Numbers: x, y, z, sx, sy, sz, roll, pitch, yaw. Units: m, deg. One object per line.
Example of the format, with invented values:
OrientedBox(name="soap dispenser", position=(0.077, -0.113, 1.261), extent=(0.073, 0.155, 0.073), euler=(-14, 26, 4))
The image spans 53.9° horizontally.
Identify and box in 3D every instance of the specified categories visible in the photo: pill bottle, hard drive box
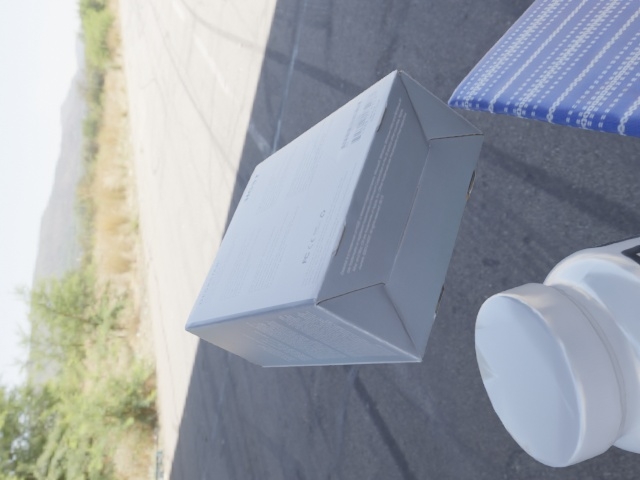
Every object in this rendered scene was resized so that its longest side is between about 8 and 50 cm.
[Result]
OrientedBox(name="pill bottle", position=(0.278, 0.071, 0.501), extent=(0.162, 0.278, 0.162), euler=(166, 90, -76))
OrientedBox(name="hard drive box", position=(0.000, 0.000, 0.502), extent=(0.232, 0.089, 0.181), euler=(-18, 46, 58))

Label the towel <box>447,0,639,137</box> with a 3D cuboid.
OrientedBox(name="towel", position=(0.311, -0.183, 0.585), extent=(0.243, 0.040, 0.336), euler=(-46, 35, -11))
